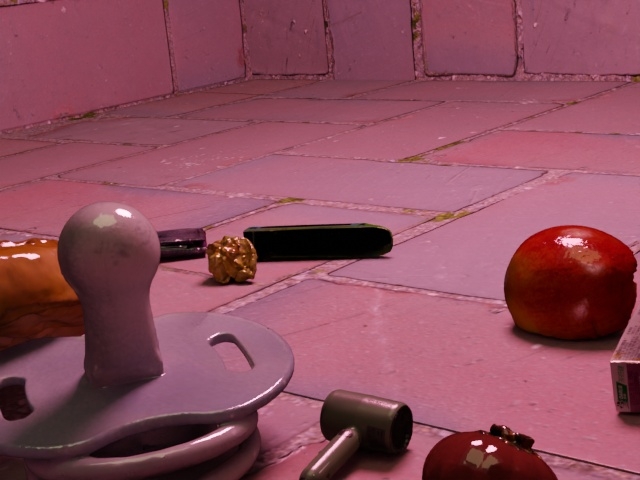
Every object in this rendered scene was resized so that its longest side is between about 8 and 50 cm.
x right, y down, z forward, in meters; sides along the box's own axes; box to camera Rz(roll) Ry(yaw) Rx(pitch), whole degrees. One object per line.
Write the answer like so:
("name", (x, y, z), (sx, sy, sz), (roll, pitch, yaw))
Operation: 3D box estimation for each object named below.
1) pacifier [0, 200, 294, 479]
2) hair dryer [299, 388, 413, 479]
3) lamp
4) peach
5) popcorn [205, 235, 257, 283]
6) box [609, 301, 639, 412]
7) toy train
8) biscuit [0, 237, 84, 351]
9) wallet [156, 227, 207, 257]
("pacifier", (-0.168, 0.082, 1.010), (0.299, 0.233, 0.244), (-12, 19, -18))
("hair dryer", (0.013, 0.174, 0.977), (0.071, 0.047, 0.150), (5, 24, 32))
("lamp", (0.120, 0.175, 0.834), (0.101, 0.090, 0.101), (25, -4, 2))
("peach", (0.264, 0.044, 1.266), (0.151, 0.151, 0.118), (-3, -30, 8))
("popcorn", (-0.114, 0.023, 1.567), (0.083, 0.059, 0.068), (19, 27, 40))
("box", (0.310, 0.102, 1.120), (0.041, 0.050, 0.207), (-3, 14, 24))
("toy train", (0.000, 0.000, 1.641), (0.209, 0.044, 0.042), (-2, 13, 13))
("biscuit", (-0.360, 0.077, 1.179), (0.296, 0.102, 0.296), (-19, -10, -4))
("wallet", (-0.248, 0.008, 1.734), (0.166, 0.030, 0.111), (-6, 10, -6))
